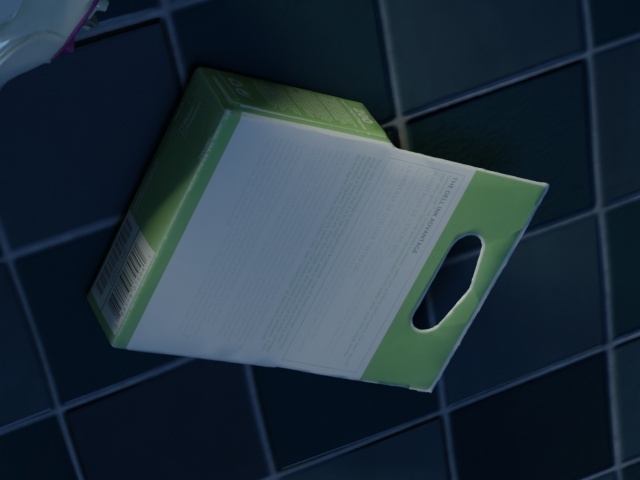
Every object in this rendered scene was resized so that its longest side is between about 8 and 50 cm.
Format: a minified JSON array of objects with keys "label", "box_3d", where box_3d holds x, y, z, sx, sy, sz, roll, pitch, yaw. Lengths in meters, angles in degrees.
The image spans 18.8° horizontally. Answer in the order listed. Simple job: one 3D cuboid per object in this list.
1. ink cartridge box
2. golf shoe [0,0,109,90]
[{"label":"ink cartridge box","box_3d":[0.000,0.000,1.164,0.235,0.056,0.171,10,120,-34]},{"label":"golf shoe","box_3d":[-0.211,-0.096,0.970,0.140,0.115,0.306,29,103,-27]}]
